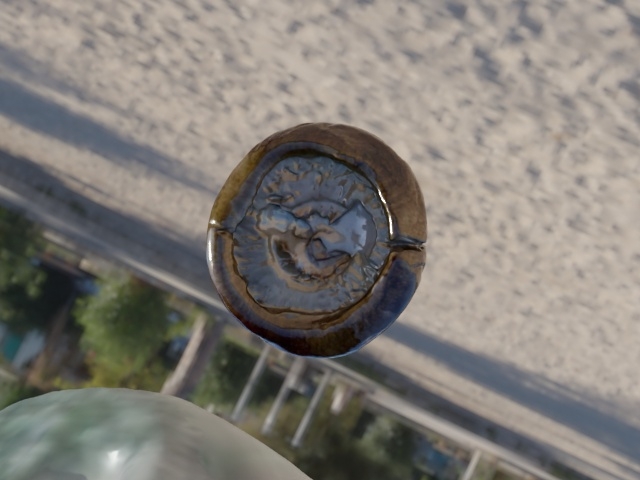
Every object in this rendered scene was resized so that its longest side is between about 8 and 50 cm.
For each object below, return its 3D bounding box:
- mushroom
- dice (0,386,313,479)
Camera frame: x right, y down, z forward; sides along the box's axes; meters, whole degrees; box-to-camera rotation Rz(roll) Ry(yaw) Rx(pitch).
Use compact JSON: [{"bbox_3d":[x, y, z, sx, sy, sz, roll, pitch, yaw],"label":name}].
[{"bbox_3d":[0.000,0.000,0.689,0.123,0.123,0.052,24,-171,13],"label":"mushroom"},{"bbox_3d":[-0.130,0.299,0.706,0.348,0.328,0.330,-9,120,47],"label":"dice"}]
